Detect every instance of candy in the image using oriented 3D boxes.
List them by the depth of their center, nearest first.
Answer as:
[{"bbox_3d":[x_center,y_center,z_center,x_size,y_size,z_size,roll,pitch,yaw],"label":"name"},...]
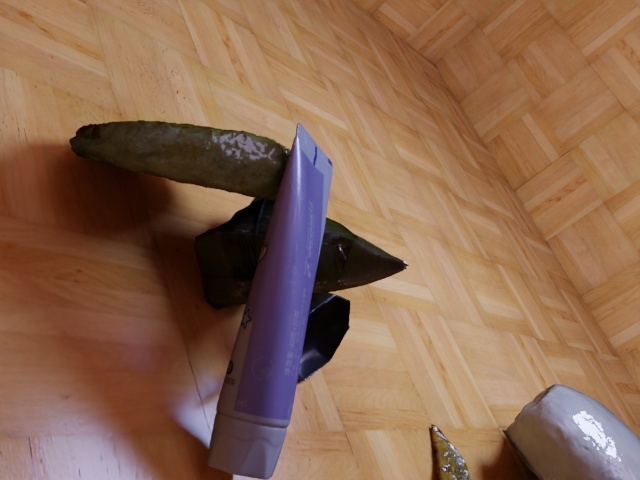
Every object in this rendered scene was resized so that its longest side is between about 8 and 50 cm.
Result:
[{"bbox_3d":[0.487,0.429,1.170,0.427,0.186,0.386,59,4,32],"label":"candy"}]

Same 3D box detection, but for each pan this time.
[{"bbox_3d":[-0.032,0.115,0.909,0.048,0.128,0.202,27,-2,29],"label":"pan"}]

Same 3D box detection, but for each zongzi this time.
[{"bbox_3d":[0.000,0.000,0.958,0.251,0.274,0.125,-54,136,-65],"label":"zongzi"}]

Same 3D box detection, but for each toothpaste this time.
[{"bbox_3d":[-0.040,0.065,0.769,0.125,0.080,0.371,37,65,-65],"label":"toothpaste"}]

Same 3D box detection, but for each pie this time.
[{"bbox_3d":[-0.156,-0.104,0.870,0.323,0.070,0.323,11,4,-1],"label":"pie"},{"bbox_3d":[0.205,0.364,1.078,0.092,0.034,0.170,44,20,-11],"label":"pie"}]
